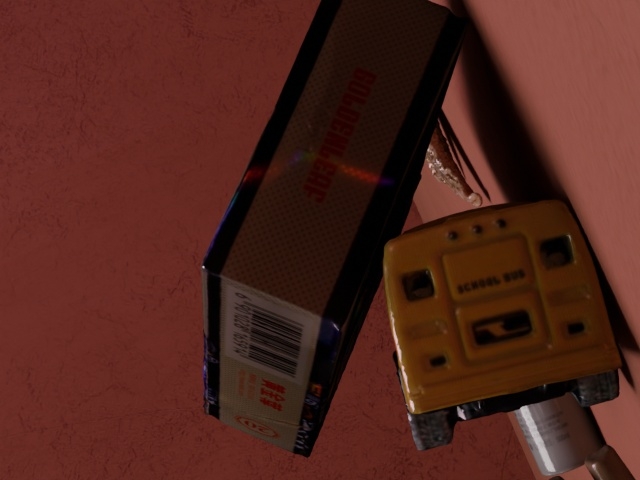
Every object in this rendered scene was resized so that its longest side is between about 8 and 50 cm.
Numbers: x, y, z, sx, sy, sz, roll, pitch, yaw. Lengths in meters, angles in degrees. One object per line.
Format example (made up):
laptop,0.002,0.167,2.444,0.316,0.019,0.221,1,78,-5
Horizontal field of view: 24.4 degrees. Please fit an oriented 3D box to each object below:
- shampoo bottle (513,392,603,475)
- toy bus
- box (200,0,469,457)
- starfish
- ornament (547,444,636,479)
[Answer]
shampoo bottle,0.159,0.086,1.160,0.056,0.056,0.195,-37,-76,-88
toy bus,0.097,0.048,0.896,0.335,0.121,0.123,34,-140,-86
box,0.000,0.000,0.915,0.310,0.084,0.198,100,-168,-69
starfish,0.071,-0.130,1.291,0.295,0.048,0.231,-112,-2,-61
ornament,0.200,0.228,0.710,0.245,0.061,0.230,57,-179,0
